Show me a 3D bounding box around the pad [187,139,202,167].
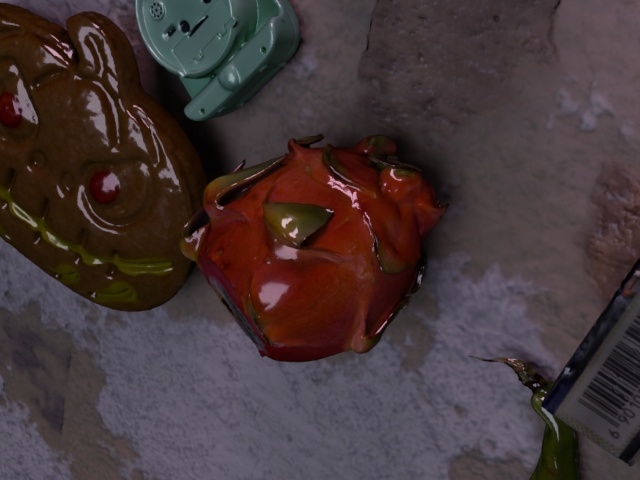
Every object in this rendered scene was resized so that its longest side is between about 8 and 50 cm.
[{"bbox_3d":[-0.303,-0.125,1.041,0.375,0.063,0.315,35,133,17],"label":"pad"}]

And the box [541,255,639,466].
[{"bbox_3d":[0.299,0.002,0.661,0.084,0.198,0.310,35,122,18],"label":"box"}]

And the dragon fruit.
[{"bbox_3d":[-0.005,0.003,0.848,0.224,0.227,0.224,40,158,20],"label":"dragon fruit"}]

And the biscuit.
[{"bbox_3d":[-0.296,-0.098,0.999,0.394,0.070,0.350,33,128,9],"label":"biscuit"}]

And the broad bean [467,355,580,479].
[{"bbox_3d":[0.223,0.266,0.899,0.098,0.056,0.318,-2,101,39],"label":"broad bean"}]

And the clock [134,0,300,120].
[{"bbox_3d":[-0.129,-0.243,0.922,0.159,0.066,0.211,-39,84,35],"label":"clock"}]
